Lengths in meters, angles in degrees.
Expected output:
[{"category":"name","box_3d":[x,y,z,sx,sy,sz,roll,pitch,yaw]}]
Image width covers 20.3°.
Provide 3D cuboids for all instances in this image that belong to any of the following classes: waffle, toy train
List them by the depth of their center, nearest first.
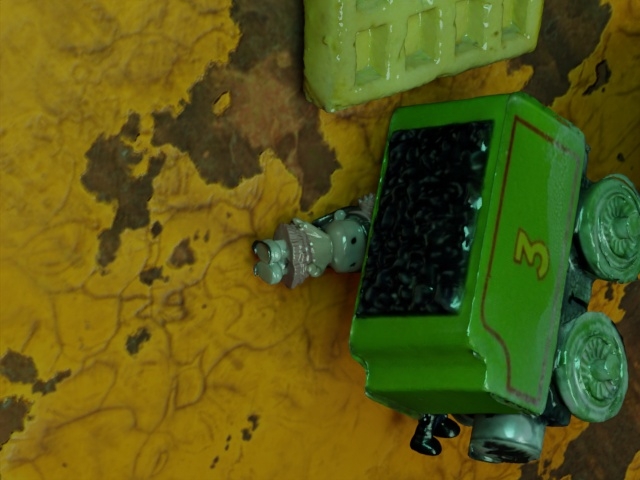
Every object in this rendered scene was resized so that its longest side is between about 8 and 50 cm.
[{"category":"waffle","box_3d":[0.094,-0.237,1.497,0.248,0.055,0.221,-20,126,-30]},{"category":"toy train","box_3d":[0.159,0.033,1.574,0.249,0.173,0.307,27,68,-44]}]

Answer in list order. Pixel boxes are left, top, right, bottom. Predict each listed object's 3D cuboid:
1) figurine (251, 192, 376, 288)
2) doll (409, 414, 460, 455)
[{"category":"figurine","box_3d":[0.000,0.000,1.570,0.129,0.054,0.072,-11,107,-26]},{"category":"doll","box_3d":[0.116,0.110,1.718,0.096,0.070,0.195,-41,141,-57]}]
